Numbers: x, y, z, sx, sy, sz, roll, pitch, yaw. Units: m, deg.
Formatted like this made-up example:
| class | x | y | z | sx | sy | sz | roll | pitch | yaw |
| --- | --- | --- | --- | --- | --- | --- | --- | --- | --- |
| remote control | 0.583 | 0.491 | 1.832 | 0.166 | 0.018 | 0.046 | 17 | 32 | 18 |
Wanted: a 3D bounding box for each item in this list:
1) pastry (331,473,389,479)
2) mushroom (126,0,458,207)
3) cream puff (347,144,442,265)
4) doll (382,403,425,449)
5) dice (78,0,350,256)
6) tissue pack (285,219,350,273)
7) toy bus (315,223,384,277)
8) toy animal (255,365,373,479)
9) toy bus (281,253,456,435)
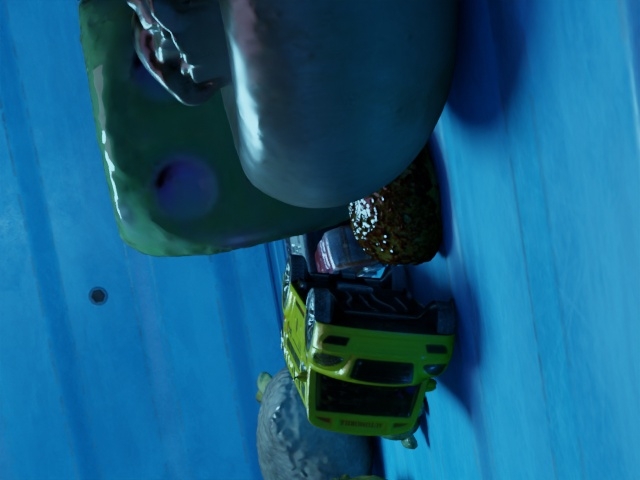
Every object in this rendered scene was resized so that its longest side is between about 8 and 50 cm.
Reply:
| class | x | y | z | sx | sy | sz | roll | pitch | yaw |
| --- | --- | --- | --- | --- | --- | --- | --- | --- | --- |
| pastry | 0.059 | 0.451 | 1.647 | 0.311 | 0.162 | 0.255 | 156 | 118 | -71 |
| mushroom | -0.047 | -0.198 | 0.963 | 0.362 | 0.295 | 0.362 | 169 | 90 | -81 |
| cream puff | 0.066 | -0.044 | 1.160 | 0.149 | 0.085 | 0.149 | 170 | 90 | -81 |
| doll | 0.084 | 0.174 | 1.425 | 0.115 | 0.078 | 0.150 | -129 | 39 | -54 |
| dice | -0.117 | -0.168 | 1.464 | 0.318 | 0.322 | 0.330 | -125 | 25 | -72 |
| tissue pack | 0.000 | 0.000 | 1.676 | 0.051 | 0.112 | 0.156 | 17 | 129 | 32 |
| toy bus | 0.035 | 0.020 | 1.540 | 0.192 | 0.077 | 0.065 | 114 | 142 | -80 |
| toy animal | -0.008 | 0.337 | 1.922 | 0.226 | 0.188 | 0.358 | -90 | -6 | -53 |
| toy bus | 0.036 | 0.109 | 1.254 | 0.330 | 0.144 | 0.152 | -134 | 51 | -79 |
